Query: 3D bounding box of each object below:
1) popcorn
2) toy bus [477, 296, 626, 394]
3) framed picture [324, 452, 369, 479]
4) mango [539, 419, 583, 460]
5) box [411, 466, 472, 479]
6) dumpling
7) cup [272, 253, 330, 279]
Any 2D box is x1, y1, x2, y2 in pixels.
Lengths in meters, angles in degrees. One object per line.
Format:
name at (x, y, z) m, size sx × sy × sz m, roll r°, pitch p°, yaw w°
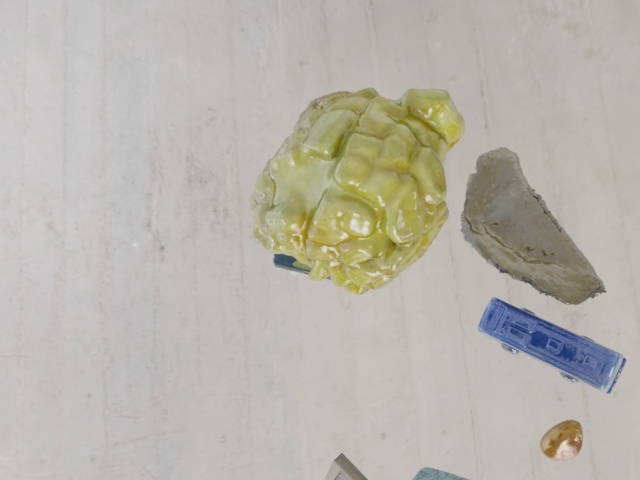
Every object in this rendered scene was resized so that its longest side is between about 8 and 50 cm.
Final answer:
popcorn at (0.039, -0.058, 0.737) m, size 0.181 × 0.235 × 0.217 m, roll 35°, pitch 82°, yaw -11°
toy bus at (0.373, 0.165, 1.175) m, size 0.236 × 0.094 × 0.079 m, roll 25°, pitch 80°, yaw 30°
framed picture at (0.128, 0.456, 1.081) m, size 0.315 × 0.232 × 0.024 m, roll 42°, pitch 70°, yaw 15°
mango at (0.510, 0.421, 1.507) m, size 0.080 × 0.114 × 0.061 m, roll 16°, pitch 41°, yaw -16°
box at (0.221, 0.562, 1.397) m, size 0.162 × 0.227 × 0.130 m, roll 3°, pitch 121°, yaw 43°
dumpling at (0.313, -0.007, 1.177) m, size 0.165 × 0.086 × 0.332 m, roll -20°, pitch 53°, yaw -3°
cup at (0.000, 0.000, 1.422) m, size 0.155 × 0.177 × 0.131 m, roll 18°, pitch 51°, yaw 11°
